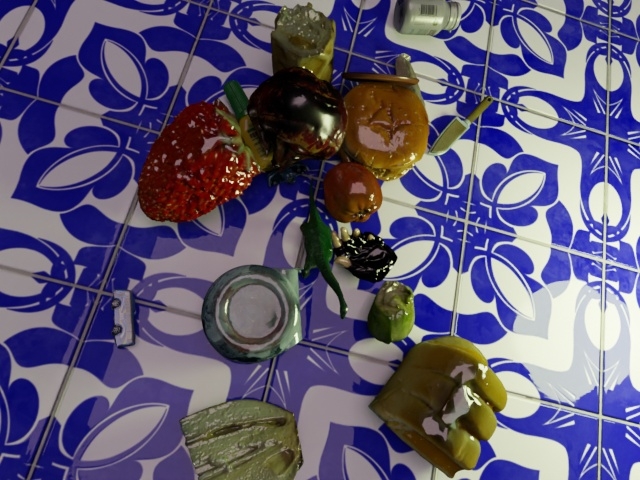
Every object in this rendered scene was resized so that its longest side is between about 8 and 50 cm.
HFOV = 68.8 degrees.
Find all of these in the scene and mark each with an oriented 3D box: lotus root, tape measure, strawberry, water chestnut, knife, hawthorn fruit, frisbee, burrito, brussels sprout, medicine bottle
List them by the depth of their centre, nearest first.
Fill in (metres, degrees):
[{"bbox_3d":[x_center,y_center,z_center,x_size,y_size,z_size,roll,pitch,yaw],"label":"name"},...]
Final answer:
[{"bbox_3d":[-0.176,0.521,1.148,0.260,0.149,0.267,-20,60,-20],"label":"lotus root"},{"bbox_3d":[-0.176,0.195,1.243,0.275,0.147,0.256,0,76,-15],"label":"tape measure"},{"bbox_3d":[-0.355,-0.217,1.288,0.343,0.292,0.292,-25,79,-2],"label":"strawberry"},{"bbox_3d":[0.199,0.207,1.315,0.131,0.145,0.183,3,27,15],"label":"brussels sprout"},{"bbox_3d":[-0.064,-0.344,1.327,0.289,0.244,0.289,24,44,-25],"label":"water chestnut"},{"bbox_3d":[0.090,-0.142,1.384,0.189,0.189,0.189,3,73,-10],"label":"hawthorn fruit"},{"bbox_3d":[-0.213,-0.354,1.437,0.111,0.076,0.309,-22,77,-33],"label":"medicine bottle"},{"bbox_3d":[0.189,-0.515,1.491,0.250,0.251,0.021,3,104,-10],"label":"frisbee"},{"bbox_3d":[0.306,-0.512,1.594,0.082,0.059,0.275,-6,75,-23],"label":"burrito"},{"bbox_3d":[0.478,-0.396,1.607,0.061,0.027,0.343,44,74,0],"label":"knife"},{"bbox_3d":[0.380,-0.798,1.652,0.215,0.135,0.135,-2,74,-12],"label":"medicine bottle"}]

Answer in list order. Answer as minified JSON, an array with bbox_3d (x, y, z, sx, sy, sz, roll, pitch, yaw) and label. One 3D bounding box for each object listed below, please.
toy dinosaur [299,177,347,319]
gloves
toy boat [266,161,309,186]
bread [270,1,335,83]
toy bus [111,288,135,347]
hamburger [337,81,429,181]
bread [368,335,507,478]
[{"bbox_3d":[0.000,0.000,1.252,0.087,0.301,0.447,-4,76,-10],"label":"toy dinosaur"},{"bbox_3d":[0.116,0.032,1.357,0.203,0.124,0.164,38,58,0],"label":"gloves"},{"bbox_3d":[-0.099,-0.201,1.420,0.137,0.060,0.061,-27,61,-23],"label":"toy boat"},{"bbox_3d":[-0.048,-0.564,1.447,0.196,0.252,0.238,-41,80,-15],"label":"bread"},{"bbox_3d":[-0.517,0.203,1.225,0.061,0.051,0.153,-1,73,-24],"label":"toy bus"},{"bbox_3d":[0.193,-0.352,1.463,0.289,0.170,0.314,3,73,-10],"label":"hamburger"},{"bbox_3d":[0.344,0.417,1.244,0.300,0.210,0.341,44,70,2],"label":"bread"}]
